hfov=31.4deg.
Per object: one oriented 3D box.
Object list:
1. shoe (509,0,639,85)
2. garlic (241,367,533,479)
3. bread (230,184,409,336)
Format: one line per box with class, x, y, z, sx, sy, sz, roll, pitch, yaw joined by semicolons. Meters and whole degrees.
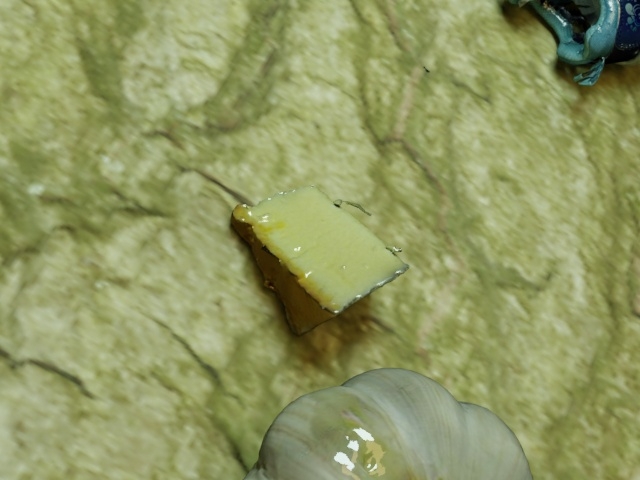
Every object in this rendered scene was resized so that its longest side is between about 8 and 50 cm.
shoe;0.201;-0.229;0.940;0.106;0.091;0.207;-23;82;-28
garlic;0.038;0.190;0.706;0.228;0.152;0.227;2;86;-35
bread;0.000;0.000;0.803;0.084;0.080;0.109;-26;82;-26
